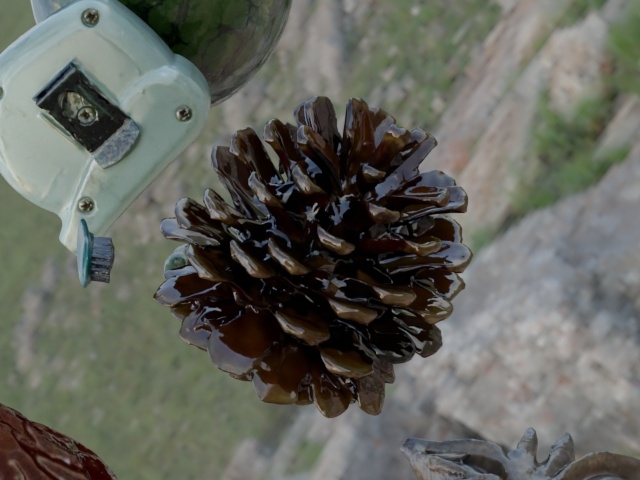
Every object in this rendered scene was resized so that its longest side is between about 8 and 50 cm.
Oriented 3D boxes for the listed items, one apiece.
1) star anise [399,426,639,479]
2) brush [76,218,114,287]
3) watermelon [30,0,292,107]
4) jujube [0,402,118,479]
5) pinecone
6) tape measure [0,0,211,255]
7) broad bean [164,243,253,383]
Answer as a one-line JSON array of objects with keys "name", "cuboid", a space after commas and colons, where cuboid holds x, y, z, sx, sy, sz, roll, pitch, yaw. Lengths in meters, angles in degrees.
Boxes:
[{"name": "star anise", "cuboid": [0.183, 0.271, 1.666, 0.292, 0.350, 0.109, -128, 32, -60]}, {"name": "brush", "cuboid": [-0.195, 0.009, 1.544, 0.193, 0.032, 0.043, -133, 47, -79]}, {"name": "watermelon", "cuboid": [-0.198, -0.327, 2.209, 0.363, 0.363, 0.363, -50, 16, 20]}, {"name": "jujube", "cuboid": [-0.225, 0.194, 1.178, 0.190, 0.255, 0.190, -14, 50, 18]}, {"name": "pinecone", "cuboid": [0.010, 0.004, 1.438, 0.264, 0.264, 0.264, -50, 16, 20]}, {"name": "tape measure", "cuboid": [-0.261, -0.135, 2.012, 0.243, 0.246, 0.125, -46, 14, 11]}, {"name": "broad bean", "cuboid": [-0.147, 0.075, 2.317, 0.049, 0.292, 0.144, -25, 57, 4]}]
